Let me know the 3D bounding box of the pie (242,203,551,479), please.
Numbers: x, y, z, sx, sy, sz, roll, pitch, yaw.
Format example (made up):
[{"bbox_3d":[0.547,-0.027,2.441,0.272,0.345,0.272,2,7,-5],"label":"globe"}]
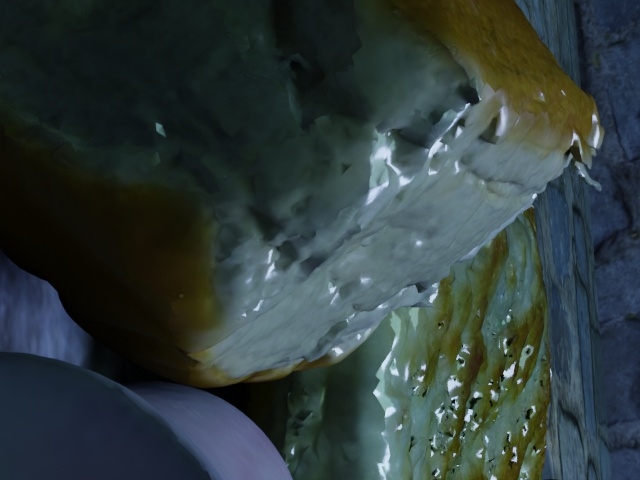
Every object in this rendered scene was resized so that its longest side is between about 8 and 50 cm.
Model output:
[{"bbox_3d":[0.039,0.036,0.995,0.418,0.180,0.395,-7,95,-79],"label":"pie"}]

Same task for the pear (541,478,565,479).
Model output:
[{"bbox_3d":[0.149,0.337,1.245,0.285,0.336,0.285,45,-27,31],"label":"pear"}]

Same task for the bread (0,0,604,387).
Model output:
[{"bbox_3d":[-0.041,-0.074,0.705,0.250,0.225,0.279,54,11,15],"label":"bread"}]

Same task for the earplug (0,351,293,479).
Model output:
[{"bbox_3d":[-0.082,0.125,0.678,0.301,0.172,0.172,12,71,-82],"label":"earplug"}]
